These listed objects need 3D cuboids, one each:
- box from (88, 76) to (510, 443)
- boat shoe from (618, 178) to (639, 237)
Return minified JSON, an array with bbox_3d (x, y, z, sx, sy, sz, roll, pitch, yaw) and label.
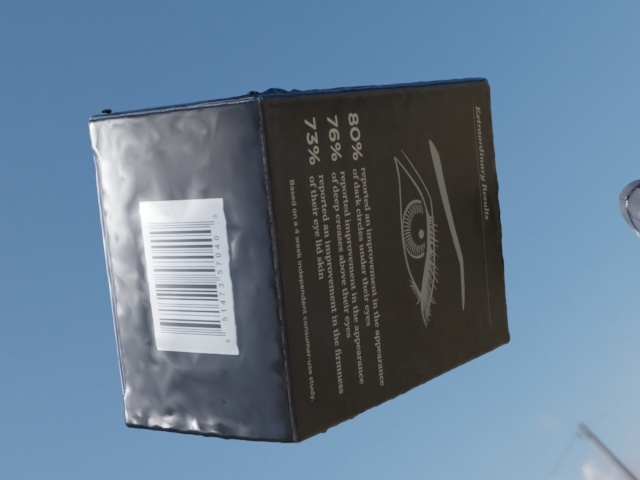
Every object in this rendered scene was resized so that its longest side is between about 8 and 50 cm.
[{"bbox_3d":[0.000,0.000,0.585,0.207,0.108,0.153,-12,-81,-53],"label":"box"},{"bbox_3d":[0.284,-0.010,0.747,0.206,0.065,0.075,9,-81,-27],"label":"boat shoe"}]
